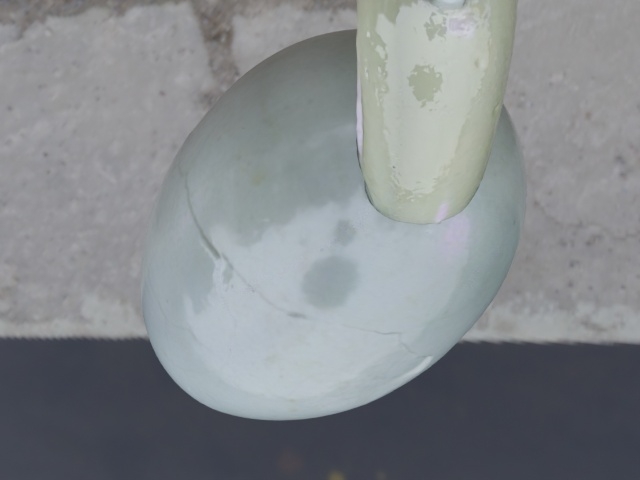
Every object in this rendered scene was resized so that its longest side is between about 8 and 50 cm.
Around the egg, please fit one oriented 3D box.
[{"bbox_3d":[0.000,0.000,0.571,0.151,0.151,0.209,35,121,-9],"label":"egg"}]

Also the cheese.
[{"bbox_3d":[0.036,-0.086,0.386,0.050,0.127,0.235,3,164,-1],"label":"cheese"}]
